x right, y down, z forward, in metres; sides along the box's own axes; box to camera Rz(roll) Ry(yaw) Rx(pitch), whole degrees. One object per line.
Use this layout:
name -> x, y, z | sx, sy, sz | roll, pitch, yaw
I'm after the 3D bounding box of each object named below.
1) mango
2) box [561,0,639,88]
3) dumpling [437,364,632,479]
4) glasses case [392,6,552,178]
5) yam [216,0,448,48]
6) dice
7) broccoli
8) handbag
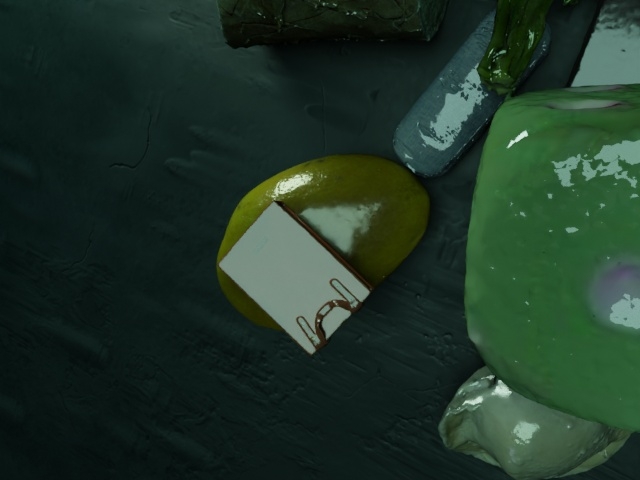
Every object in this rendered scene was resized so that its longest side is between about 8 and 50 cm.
mango -> 0.000, 0.000, 0.880 | 0.365, 0.182, 0.253 | -27, 85, 22
box -> 0.491, -0.246, 0.718 | 0.289, 0.073, 0.290 | 22, 102, 18
dumpling -> 0.316, 0.281, 0.806 | 0.243, 0.175, 0.227 | 14, 130, 34
glasses case -> 0.221, -0.218, 0.832 | 0.109, 0.067, 0.282 | 44, 105, 14
yam -> 0.013, -0.392, 0.817 | 0.348, 0.241, 0.241 | 6, 97, 19
dice -> 0.354, -0.004, 0.628 | 0.322, 0.330, 0.318 | 7, 114, 25
broccoli -> 0.247, -0.348, 0.713 | 0.198, 0.177, 0.275 | 40, 89, 1
handbag -> -0.033, 0.052, 0.780 | 0.190, 0.063, 0.127 | 44, 99, 6
